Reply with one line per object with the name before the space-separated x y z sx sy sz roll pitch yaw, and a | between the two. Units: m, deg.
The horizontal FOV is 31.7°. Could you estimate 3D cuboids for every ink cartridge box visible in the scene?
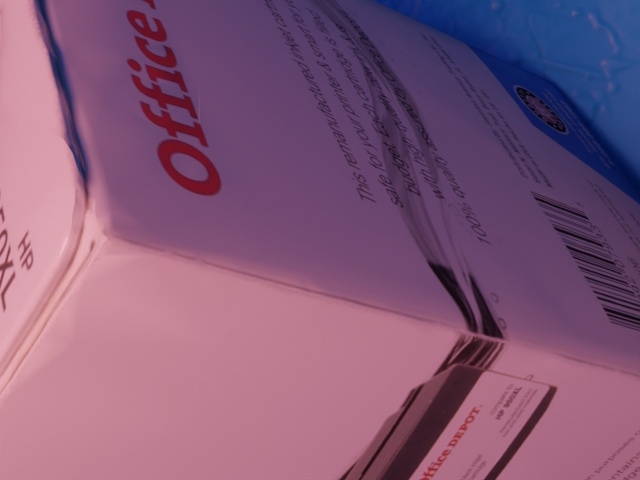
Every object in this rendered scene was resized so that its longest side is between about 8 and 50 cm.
ink cartridge box | 0.000 0.000 0.558 0.166 0.395 0.285 -52 41 27
